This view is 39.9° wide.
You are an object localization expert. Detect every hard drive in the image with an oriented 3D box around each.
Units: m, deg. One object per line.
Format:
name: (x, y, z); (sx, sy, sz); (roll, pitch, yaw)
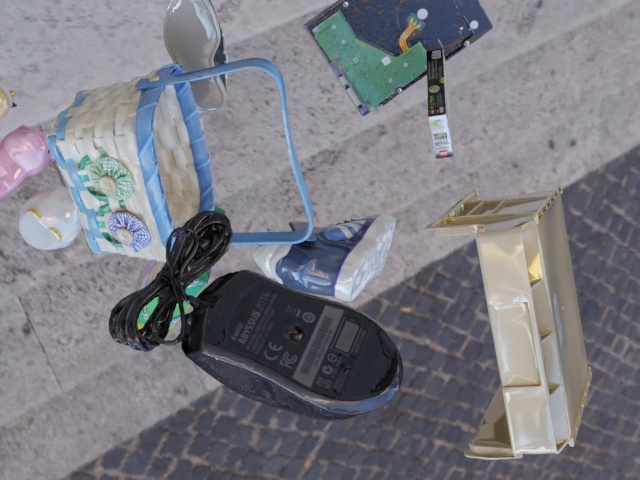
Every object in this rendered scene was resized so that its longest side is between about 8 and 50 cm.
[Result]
hard drive: (0.165, -0.452, 1.863); (0.339, 0.064, 0.237); (-36, 113, 2)

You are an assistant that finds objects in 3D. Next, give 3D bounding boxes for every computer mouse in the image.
computer mouse: (-0.050, 0.094, 0.868); (0.188, 0.272, 0.072); (-57, 169, -40)

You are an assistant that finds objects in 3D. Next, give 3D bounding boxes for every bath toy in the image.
bath toy: (-0.492, -0.145, 1.397); (0.348, 0.151, 0.129); (53, 40, -18)

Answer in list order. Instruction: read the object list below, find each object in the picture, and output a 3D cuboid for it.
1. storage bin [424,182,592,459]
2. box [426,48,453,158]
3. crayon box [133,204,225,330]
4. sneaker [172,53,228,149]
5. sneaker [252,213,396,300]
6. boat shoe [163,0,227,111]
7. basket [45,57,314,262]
storage bin: (0.226, 0.085, 1.030); (0.260, 0.123, 0.262); (-29, 110, -65)
box: (0.239, -0.276, 1.765); (0.036, 0.207, 0.114); (-6, 137, 12)
crayon box: (-0.278, 0.060, 1.653); (0.081, 0.278, 0.165); (22, 53, -17)
sneaker: (-0.248, -0.275, 1.581); (0.105, 0.115, 0.281); (-3, 146, -30)
sneaker: (0.000, 0.001, 1.713); (0.323, 0.236, 0.130); (-45, 149, -61)
boat shoe: (-0.164, -0.267, 1.187); (0.075, 0.065, 0.206); (-1, 143, 3)
basket: (-0.166, -0.090, 1.095); (0.289, 0.201, 0.255); (-9, 124, 8)
